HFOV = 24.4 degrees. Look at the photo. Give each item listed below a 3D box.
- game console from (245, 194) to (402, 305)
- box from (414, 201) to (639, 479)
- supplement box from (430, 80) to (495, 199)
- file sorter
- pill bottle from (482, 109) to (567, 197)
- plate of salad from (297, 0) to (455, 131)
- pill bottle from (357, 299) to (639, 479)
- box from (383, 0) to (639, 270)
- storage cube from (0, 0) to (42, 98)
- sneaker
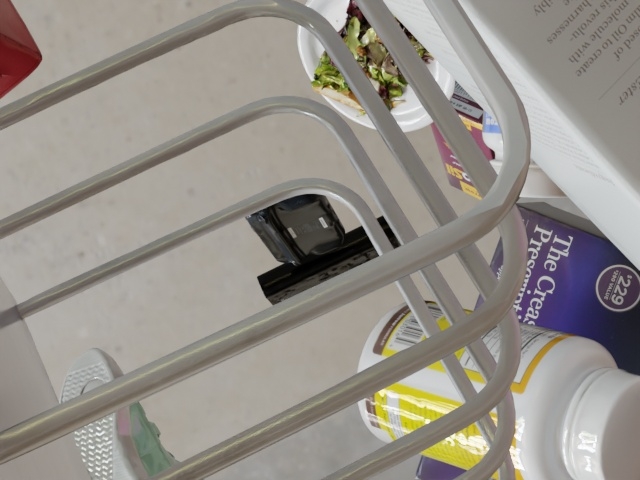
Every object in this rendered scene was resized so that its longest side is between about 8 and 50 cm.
[{"bbox_3d":[0.000,0.000,2.014,0.213,0.044,0.361,-26,156,3],"label":"game console"},{"bbox_3d":[0.218,0.118,1.290,0.103,0.184,0.261,-7,117,-68],"label":"box"},{"bbox_3d":[0.214,-0.137,1.955,0.081,0.104,0.188,-49,145,-19],"label":"supplement box"},{"bbox_3d":[-0.042,0.011,0.475,0.173,0.193,0.278,-26,153,-7],"label":"file sorter"},{"bbox_3d":[0.150,-0.100,1.012,0.078,0.078,0.137,-1,96,-24],"label":"pill bottle"},{"bbox_3d":[0.057,-0.202,1.672,0.048,0.199,0.200,-50,160,-42],"label":"plate of salad"},{"bbox_3d":[0.139,0.118,1.088,0.117,0.215,0.117,-14,109,-44],"label":"pill bottle"},{"bbox_3d":[0.213,-0.120,0.842,0.215,0.168,0.345,-47,113,-1],"label":"box"},{"bbox_3d":[-0.400,-0.198,1.308,0.183,0.215,0.193,-38,158,11],"label":"storage cube"},{"bbox_3d":[-0.208,0.247,1.703,0.094,0.256,0.151,-37,146,17],"label":"sneaker"}]
